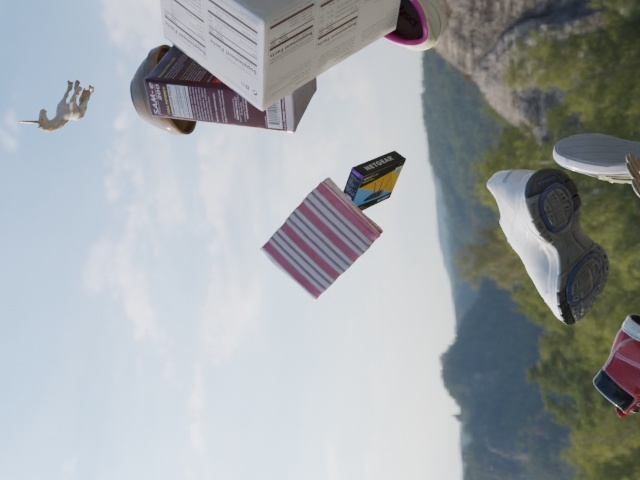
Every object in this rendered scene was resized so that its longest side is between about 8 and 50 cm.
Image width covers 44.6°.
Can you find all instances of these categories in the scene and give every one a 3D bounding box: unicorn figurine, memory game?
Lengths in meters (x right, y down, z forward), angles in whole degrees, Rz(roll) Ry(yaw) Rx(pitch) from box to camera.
[{"bbox_3d":[-0.519,-0.272,1.595,0.111,0.060,0.162,-63,-18,13],"label":"unicorn figurine"},{"bbox_3d":[0.550,-0.060,1.278,0.186,0.012,0.186,35,-141,-35],"label":"memory game"}]

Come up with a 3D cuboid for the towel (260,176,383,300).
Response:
[{"bbox_3d":[0.000,0.000,1.403,0.144,0.197,0.029,45,-155,2],"label":"towel"}]

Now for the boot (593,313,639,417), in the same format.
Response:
[{"bbox_3d":[0.605,0.256,1.335,0.088,0.244,0.176,-20,-47,-58],"label":"boot"}]

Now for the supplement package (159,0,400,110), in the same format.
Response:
[{"bbox_3d":[-0.049,-0.330,1.025,0.262,0.204,0.145,-37,-27,-29],"label":"supplement package"}]

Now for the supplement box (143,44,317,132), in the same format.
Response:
[{"bbox_3d":[-0.138,-0.244,1.225,0.130,0.239,0.073,-67,-19,-45],"label":"supplement box"}]

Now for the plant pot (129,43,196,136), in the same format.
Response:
[{"bbox_3d":[-0.419,-0.381,2.032,0.237,0.110,0.237,-11,-90,-74],"label":"plant pot"}]

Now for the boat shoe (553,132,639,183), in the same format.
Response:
[{"bbox_3d":[0.672,-0.167,1.741,0.094,0.302,0.109,86,-165,-49],"label":"boat shoe"}]

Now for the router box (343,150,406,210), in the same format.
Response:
[{"bbox_3d":[0.130,-0.145,1.985,0.179,0.046,0.133,-26,-33,-42],"label":"router box"}]

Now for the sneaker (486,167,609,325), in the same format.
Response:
[{"bbox_3d":[0.349,0.003,1.196,0.129,0.111,0.297,30,151,57],"label":"sneaker"}]

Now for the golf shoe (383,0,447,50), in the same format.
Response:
[{"bbox_3d":[0.072,-0.413,1.246,0.115,0.306,0.140,-54,4,26],"label":"golf shoe"}]
